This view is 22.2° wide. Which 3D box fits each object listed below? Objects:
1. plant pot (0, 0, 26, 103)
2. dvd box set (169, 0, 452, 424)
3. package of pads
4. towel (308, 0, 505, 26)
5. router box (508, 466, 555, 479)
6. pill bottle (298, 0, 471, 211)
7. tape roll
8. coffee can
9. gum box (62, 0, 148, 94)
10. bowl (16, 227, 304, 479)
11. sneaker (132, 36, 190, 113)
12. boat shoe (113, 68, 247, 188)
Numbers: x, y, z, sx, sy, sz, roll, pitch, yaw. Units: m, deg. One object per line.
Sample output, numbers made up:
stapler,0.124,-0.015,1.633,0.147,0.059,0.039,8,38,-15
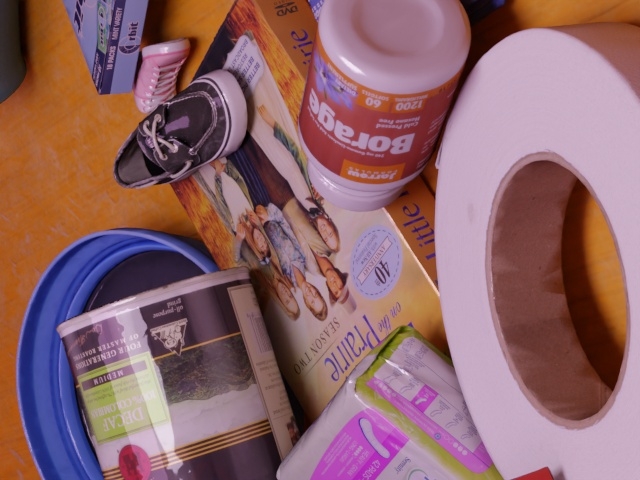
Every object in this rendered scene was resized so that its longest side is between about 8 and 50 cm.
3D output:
plant pot,-0.478,-0.279,1.938,0.271,0.271,0.255,25,141,46
dvd box set,0.000,0.000,1.581,0.420,0.062,0.307,59,146,15
package of pads,0.123,0.234,1.436,0.296,0.101,0.229,40,144,6
towel,0.029,-0.313,1.398,0.243,0.040,0.336,-29,81,58
router box,0.137,0.374,1.288,0.301,0.082,0.335,67,151,16
pill bottle,0.046,-0.116,1.346,0.121,0.121,0.216,54,157,21
tape roll,0.199,0.032,1.215,0.392,0.072,0.392,172,90,-69
coffee can,-0.124,0.186,1.603,0.201,0.201,0.275,-25,82,57
gum box,-0.231,-0.274,1.728,0.157,0.041,0.184,108,147,-44
bowl,-0.181,0.176,1.823,0.391,0.077,0.391,7,101,37
sneaker,-0.167,-0.173,1.728,0.134,0.051,0.070,-9,97,63
boat shoe,-0.141,-0.099,1.607,0.219,0.070,0.078,-37,77,56
